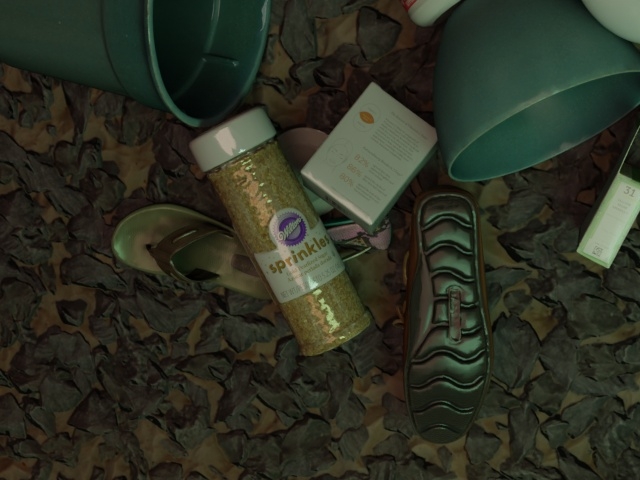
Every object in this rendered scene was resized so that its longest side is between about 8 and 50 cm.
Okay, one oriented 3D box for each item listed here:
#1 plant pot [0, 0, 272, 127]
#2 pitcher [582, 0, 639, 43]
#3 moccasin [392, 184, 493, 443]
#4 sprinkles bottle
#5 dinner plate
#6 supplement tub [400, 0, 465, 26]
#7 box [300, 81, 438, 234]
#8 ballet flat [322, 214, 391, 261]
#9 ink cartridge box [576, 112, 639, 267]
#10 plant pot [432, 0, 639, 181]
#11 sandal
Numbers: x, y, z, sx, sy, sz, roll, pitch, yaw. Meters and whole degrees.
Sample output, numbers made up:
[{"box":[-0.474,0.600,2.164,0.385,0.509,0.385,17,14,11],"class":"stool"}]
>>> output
[{"box":[-0.293,-0.352,1.552,0.334,0.341,0.341,11,102,22],"class":"plant pot"},{"box":[0.368,-0.347,1.287,0.207,0.125,0.177,40,133,5],"class":"pitcher"},{"box":[0.175,0.108,1.592,0.139,0.147,0.379,-6,94,2],"class":"moccasin"},{"box":[-0.055,-0.012,1.554,0.121,0.121,0.355,-25,98,19],"class":"sprinkles bottle"},{"box":[-0.026,-0.103,1.667,0.141,0.017,0.141,3,99,17],"class":"dinner plate"},{"box":[0.143,-0.447,1.465,0.191,0.191,0.272,-32,90,19],"class":"supplement tub"},{"box":[0.074,-0.117,1.567,0.130,0.091,0.170,38,84,7],"class":"box"},{"box":[0.000,0.000,1.650,0.222,0.077,0.079,-5,102,13],"class":"ballet flat"},{"box":[0.420,-0.090,1.459,0.056,0.171,0.235,28,106,9],"class":"ink cartridge box"},{"box":[0.266,-0.230,1.441,0.290,0.290,0.195,-28,74,19],"class":"plant pot"},{"box":[-0.190,0.018,1.697,0.303,0.086,0.120,13,103,14],"class":"sandal"}]
